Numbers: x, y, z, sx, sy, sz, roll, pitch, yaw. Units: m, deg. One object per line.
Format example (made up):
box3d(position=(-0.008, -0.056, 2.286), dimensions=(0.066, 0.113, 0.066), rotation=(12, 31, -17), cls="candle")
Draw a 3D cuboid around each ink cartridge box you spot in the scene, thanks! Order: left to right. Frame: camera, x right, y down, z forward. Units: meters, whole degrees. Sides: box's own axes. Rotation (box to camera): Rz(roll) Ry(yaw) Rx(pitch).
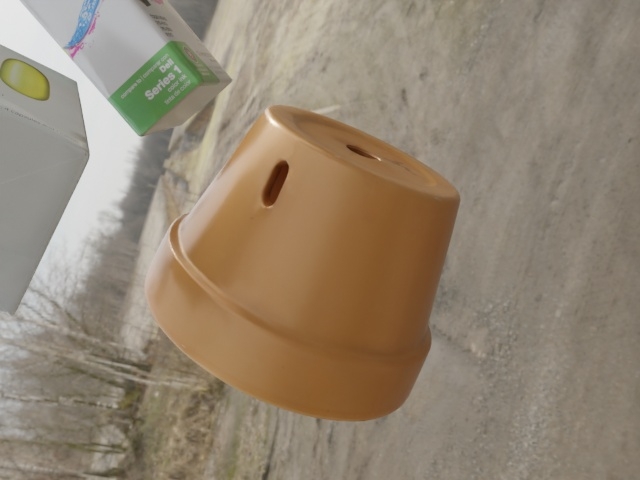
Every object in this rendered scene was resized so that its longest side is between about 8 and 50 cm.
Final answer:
box3d(position=(-0.268, -0.291, 0.866), dimensions=(0.117, 0.278, 0.201), rotation=(-38, 9, 12), cls="ink cartridge box")

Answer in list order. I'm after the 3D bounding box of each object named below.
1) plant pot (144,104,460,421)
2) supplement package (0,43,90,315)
box3d(position=(0.000, 0.000, 0.623), dimensions=(0.291, 0.291, 0.203), rotation=(-111, 43, -65), cls="plant pot")
box3d(position=(-0.303, -0.078, 0.489), dimensions=(0.149, 0.194, 0.203), rotation=(-58, 33, 13), cls="supplement package")
